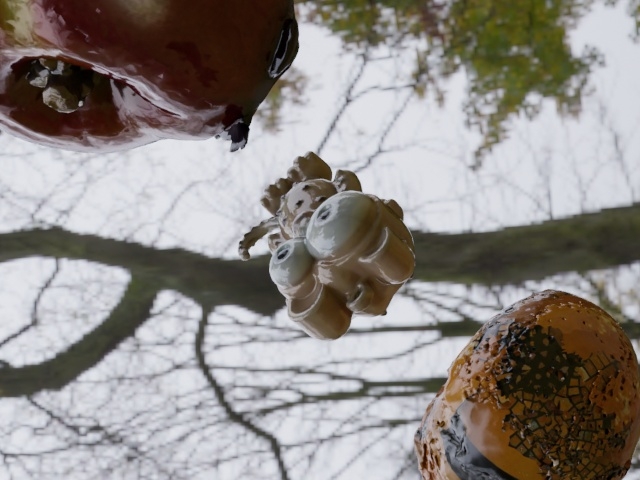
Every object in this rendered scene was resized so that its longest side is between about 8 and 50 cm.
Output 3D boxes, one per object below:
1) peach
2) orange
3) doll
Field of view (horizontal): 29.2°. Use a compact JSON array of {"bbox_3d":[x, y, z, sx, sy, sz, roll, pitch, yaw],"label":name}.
[{"bbox_3d":[-0.147,-0.226,0.732,0.201,0.257,0.362,9,-106,-33],"label":"peach"},{"bbox_3d":[0.191,0.154,1.096,0.234,0.182,0.234,-59,-14,-25],"label":"orange"},{"bbox_3d":[0.001,-0.002,1.264,0.154,0.278,0.119,-48,-61,0],"label":"doll"}]
